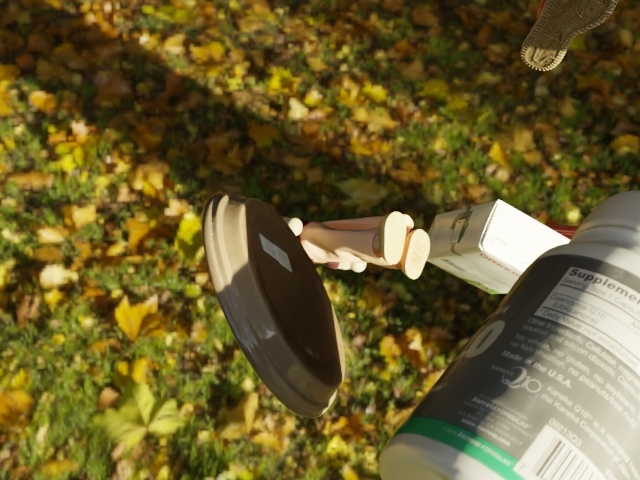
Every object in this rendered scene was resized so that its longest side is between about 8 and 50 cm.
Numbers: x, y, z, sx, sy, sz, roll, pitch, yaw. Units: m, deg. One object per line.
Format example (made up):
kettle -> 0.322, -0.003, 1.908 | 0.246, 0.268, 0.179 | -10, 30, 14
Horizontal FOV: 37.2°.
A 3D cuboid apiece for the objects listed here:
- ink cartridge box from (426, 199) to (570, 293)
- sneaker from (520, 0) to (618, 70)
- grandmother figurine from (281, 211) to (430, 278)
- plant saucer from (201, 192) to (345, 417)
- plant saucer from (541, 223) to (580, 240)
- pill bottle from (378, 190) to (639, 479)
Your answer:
ink cartridge box -> 0.292, 0.016, 1.596 | 0.160, 0.219, 0.092 | 27, 76, -16
sneaker -> 0.189, -0.181, 0.701 | 0.042, 0.118, 0.067 | 28, 67, -5
grandmother figurine -> 0.000, 0.000, 1.487 | 0.343, 0.208, 0.104 | 5, 63, 39
plant saucer -> -0.044, 0.065, 1.079 | 0.041, 0.278, 0.277 | -26, 33, 15
plant saucer -> 0.452, 0.073, 1.673 | 0.259, 0.047, 0.258 | 4, 59, 41
pill bottle -> 0.236, 0.131, 0.872 | 0.204, 0.204, 0.361 | 29, 60, 28
